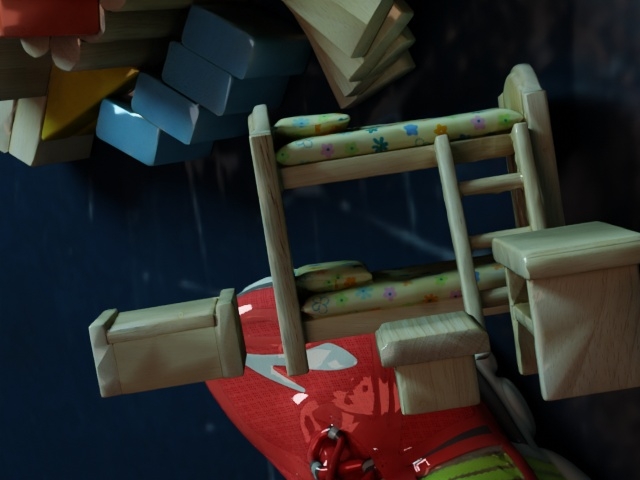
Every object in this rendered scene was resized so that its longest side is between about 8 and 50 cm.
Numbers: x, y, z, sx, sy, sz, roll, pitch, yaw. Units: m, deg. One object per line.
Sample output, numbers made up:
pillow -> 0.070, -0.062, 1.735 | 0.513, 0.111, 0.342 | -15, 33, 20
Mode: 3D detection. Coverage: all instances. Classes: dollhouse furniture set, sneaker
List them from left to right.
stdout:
dollhouse furniture set -> 0.000, 0.000, 0.431 | 0.182, 0.161, 0.101 | -9, 95, -1
sneaker -> 0.041, 0.112, 0.500 | 0.279, 0.118, 0.107 | 40, 121, 24

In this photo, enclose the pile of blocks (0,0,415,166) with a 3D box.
pile of blocks -> -0.057, -0.109, 0.532 | 0.362, 0.113, 0.149 | -34, 79, 38
